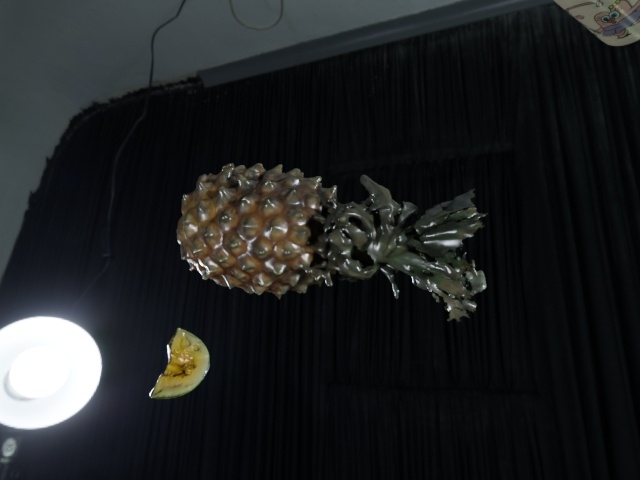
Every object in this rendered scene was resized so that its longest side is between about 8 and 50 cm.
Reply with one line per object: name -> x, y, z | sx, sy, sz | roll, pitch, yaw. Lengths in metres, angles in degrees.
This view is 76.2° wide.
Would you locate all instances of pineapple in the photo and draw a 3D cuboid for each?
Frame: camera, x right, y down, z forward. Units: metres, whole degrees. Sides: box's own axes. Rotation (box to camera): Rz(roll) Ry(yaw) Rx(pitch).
pineapple -> 0.000, 0.000, 0.468 | 0.362, 0.174, 0.175 | 11, 168, 27

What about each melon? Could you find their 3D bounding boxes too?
melon -> -0.311, 0.297, 0.945 | 0.129, 0.160, 0.079 | 9, 152, 13

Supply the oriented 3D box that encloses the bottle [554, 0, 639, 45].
bottle -> 0.356, -0.348, 0.520 | 0.209, 0.109, 0.097 | 17, -161, -26
